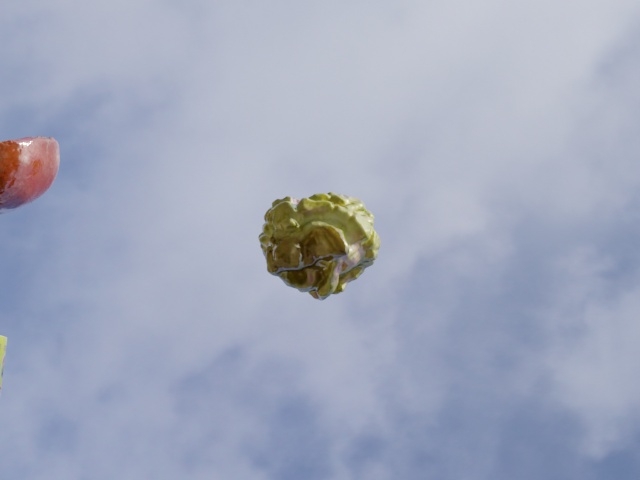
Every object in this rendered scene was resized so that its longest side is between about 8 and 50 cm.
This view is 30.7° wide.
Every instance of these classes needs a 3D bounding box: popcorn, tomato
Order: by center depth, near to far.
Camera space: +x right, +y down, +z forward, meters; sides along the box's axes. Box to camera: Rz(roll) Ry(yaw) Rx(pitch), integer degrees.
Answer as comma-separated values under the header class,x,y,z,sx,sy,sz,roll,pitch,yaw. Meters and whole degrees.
class,x,y,z,sx,sy,sz,roll,pitch,yaw
tomato,-0.345,-0.060,1.216,0.156,0.155,0.069,-12,-90,26
popcorn,0.000,0.000,1.398,0.126,0.145,0.126,-47,-145,40

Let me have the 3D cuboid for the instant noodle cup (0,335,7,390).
class,x,y,z,sx,sy,sz,roll,pitch,yaw
instant noodle cup,-0.584,0.218,1.651,0.311,0.311,0.221,9,-100,28
